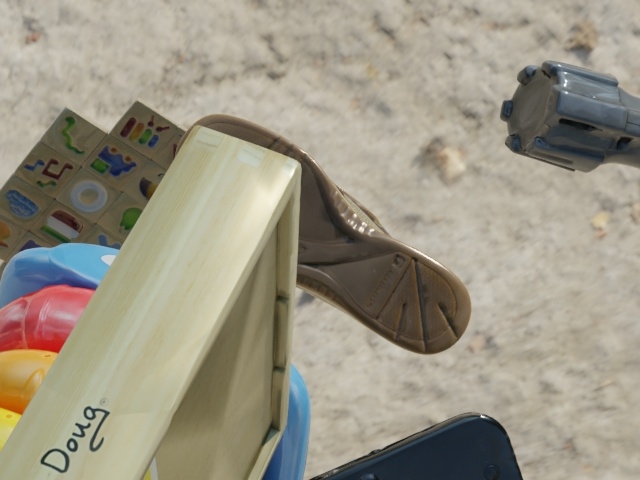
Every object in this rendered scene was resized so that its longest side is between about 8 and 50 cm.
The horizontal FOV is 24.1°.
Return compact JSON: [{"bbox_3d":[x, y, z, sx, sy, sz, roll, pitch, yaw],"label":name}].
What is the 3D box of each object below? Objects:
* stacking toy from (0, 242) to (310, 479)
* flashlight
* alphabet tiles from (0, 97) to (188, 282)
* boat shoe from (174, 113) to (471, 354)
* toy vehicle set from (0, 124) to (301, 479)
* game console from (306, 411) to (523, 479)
[{"bbox_3d":[-0.148,0.138,0.625,0.175,0.166,0.302,23,34,21],"label":"stacking toy"},{"bbox_3d":[0.290,-0.072,1.197,0.304,0.103,0.103,12,40,-20],"label":"flashlight"},{"bbox_3d":[-0.244,-0.007,1.786,0.285,0.342,0.011,32,29,-22],"label":"alphabet tiles"},{"bbox_3d":[0.000,0.000,1.526,0.342,0.123,0.123,33,85,4],"label":"boat shoe"},{"bbox_3d":[-0.073,0.116,0.435,0.035,0.166,0.267,19,55,10],"label":"toy vehicle set"},{"bbox_3d":[0.073,0.294,0.952,0.250,0.173,0.293,-21,99,-14],"label":"game console"}]
